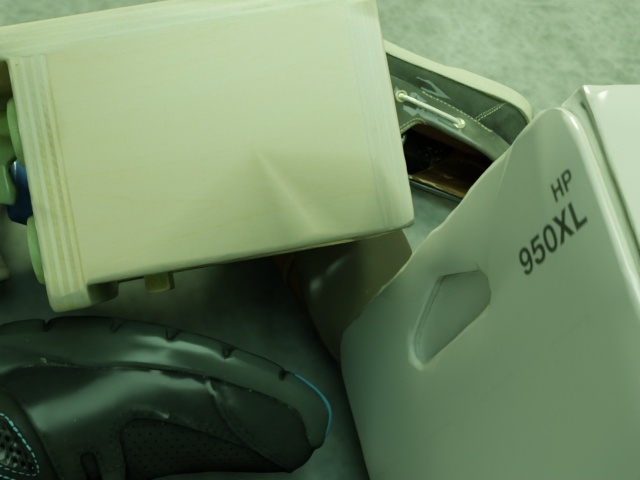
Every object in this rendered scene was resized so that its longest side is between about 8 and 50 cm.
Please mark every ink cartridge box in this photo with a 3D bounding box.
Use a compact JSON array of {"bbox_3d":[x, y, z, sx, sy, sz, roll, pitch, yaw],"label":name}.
[{"bbox_3d":[0.245,0.063,0.586,0.395,0.285,0.166,-3,64,-21],"label":"ink cartridge box"}]

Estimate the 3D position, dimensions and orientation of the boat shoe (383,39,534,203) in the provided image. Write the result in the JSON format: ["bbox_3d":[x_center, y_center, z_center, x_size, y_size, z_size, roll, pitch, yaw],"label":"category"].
[{"bbox_3d":[0.028,-0.081,0.743,0.233,0.084,0.079,16,59,-9],"label":"boat shoe"}]

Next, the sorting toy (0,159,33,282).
[{"bbox_3d":[-0.270,-0.057,0.601,0.348,0.047,0.196,3,59,-52],"label":"sorting toy"}]

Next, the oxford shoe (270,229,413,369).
[{"bbox_3d":[0.000,0.000,0.705,0.076,0.076,0.212,-24,87,-23],"label":"oxford shoe"}]

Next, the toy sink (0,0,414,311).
[{"bbox_3d":[-0.085,-0.038,0.582,0.234,0.153,0.131,-10,89,-5],"label":"toy sink"}]

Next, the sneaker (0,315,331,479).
[{"bbox_3d":[-0.165,0.107,0.586,0.341,0.125,0.139,4,76,-6],"label":"sneaker"}]
